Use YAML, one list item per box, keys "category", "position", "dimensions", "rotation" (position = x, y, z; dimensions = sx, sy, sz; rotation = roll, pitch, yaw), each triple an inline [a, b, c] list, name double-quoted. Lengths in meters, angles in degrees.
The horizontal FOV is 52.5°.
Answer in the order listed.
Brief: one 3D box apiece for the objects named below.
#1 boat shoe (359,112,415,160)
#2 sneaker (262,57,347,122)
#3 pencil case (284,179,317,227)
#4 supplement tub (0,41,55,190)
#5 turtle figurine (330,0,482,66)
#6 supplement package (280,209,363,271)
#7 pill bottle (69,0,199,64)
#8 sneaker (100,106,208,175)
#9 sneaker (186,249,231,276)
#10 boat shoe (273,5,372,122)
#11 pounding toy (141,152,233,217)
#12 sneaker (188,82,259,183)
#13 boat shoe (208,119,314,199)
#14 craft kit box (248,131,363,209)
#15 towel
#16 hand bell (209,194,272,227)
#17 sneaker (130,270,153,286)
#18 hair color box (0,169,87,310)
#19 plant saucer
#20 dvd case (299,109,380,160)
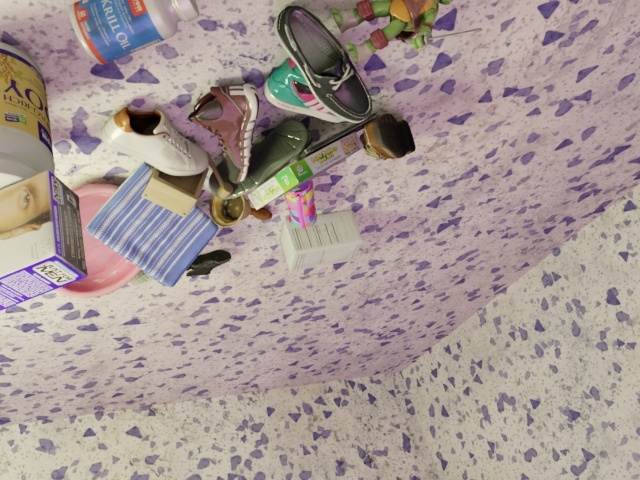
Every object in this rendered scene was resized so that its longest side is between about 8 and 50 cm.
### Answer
- category: "boat shoe"
  position: [0.171, -0.270, 1.793]
  dimensions: [0.119, 0.123, 0.324]
  rotation: [-15, 178, 22]
- category: "sneaker"
  position: [0.027, -0.390, 1.576]
  dimensions: [0.295, 0.124, 0.178]
  rotation: [2, 155, -32]
- category: "pencil case"
  position: [-0.064, -0.125, 2.006]
  dimensions: [0.104, 0.104, 0.236]
  rotation: [-17, 153, -3]
- category: "supplement tub"
  position: [-0.653, -0.200, 1.266]
  dimensions: [0.241, 0.331, 0.241]
  rotation: [-15, 152, -8]
- category: "turtle figurine"
  position: [0.162, -0.499, 1.377]
  dimensions: [0.266, 0.275, 0.198]
  rotation: [-25, 116, 11]
- category: "supplement package"
  position: [0.000, 0.000, 2.227]
  dimensions: [0.244, 0.134, 0.139]
  rotation: [-9, 151, -18]
- category: "pill bottle"
  position: [-0.354, -0.436, 1.251]
  dimensions: [0.221, 0.124, 0.124]
  rotation: [-22, 152, 4]
- category: "sneaker"
  position: [-0.378, -0.243, 1.595]
  dimensions: [0.290, 0.106, 0.123]
  rotation: [14, 140, -44]
- category: "sneaker"
  position: [-0.386, 0.082, 2.234]
  dimensions: [0.170, 0.051, 0.089]
  rotation: [-11, 152, -4]
- category: "boat shoe"
  position: [0.014, -0.380, 1.426]
  dimensions: [0.302, 0.091, 0.114]
  rotation: [43, 85, -18]
- category: "pounding toy"
  position: [-0.343, -0.152, 1.726]
  dimensions: [0.206, 0.181, 0.094]
  rotation: [27, 135, -18]
- category: "sneaker"
  position: [-0.252, -0.270, 1.626]
  dimensions: [0.162, 0.106, 0.281]
  rotation: [0, 128, -17]
- category: "boat shoe"
  position: [-0.160, -0.214, 1.779]
  dimensions: [0.320, 0.118, 0.103]
  rotation: [-34, 170, 13]
- category: "craft kit box"
  position: [-0.043, -0.186, 1.757]
  dimensions: [0.246, 0.061, 0.250]
  rotation: [-36, -174, -34]
- category: "towel"
  position: [-0.455, -0.031, 1.813]
  dimensions: [0.243, 0.040, 0.336]
  rotation: [-51, 136, -7]
- category: "hand bell"
  position: [-0.217, -0.092, 1.997]
  dimensions: [0.126, 0.126, 0.242]
  rotation: [-32, 162, 23]
- category: "sneaker"
  position: [-0.459, 0.036, 1.980]
  dimensions: [0.297, 0.111, 0.129]
  rotation: [-42, 159, 1]
- category: "hair color box"
  position: [-0.599, 0.029, 1.156]
  dimensions: [0.338, 0.185, 0.110]
  rotation: [-21, 150, 3]
- category: "plant saucer"
  position: [-0.622, -0.005, 1.771]
  dimensions: [0.332, 0.084, 0.332]
  rotation: [-21, 126, -32]
- category: "dvd case"
  position: [0.047, -0.280, 1.755]
  dimensions: [0.221, 0.018, 0.164]
  rotation: [-29, -177, -6]
